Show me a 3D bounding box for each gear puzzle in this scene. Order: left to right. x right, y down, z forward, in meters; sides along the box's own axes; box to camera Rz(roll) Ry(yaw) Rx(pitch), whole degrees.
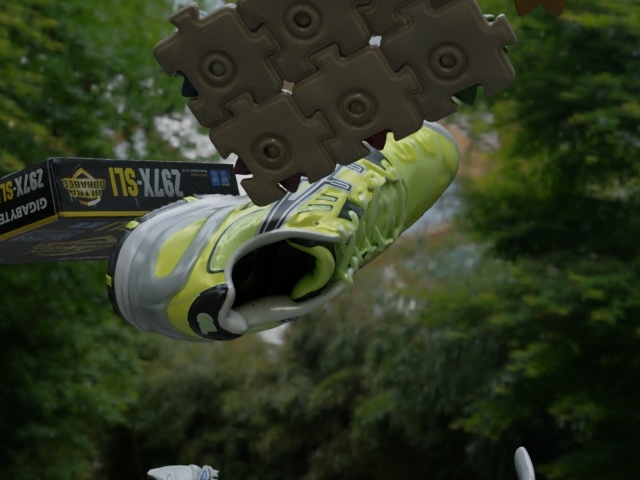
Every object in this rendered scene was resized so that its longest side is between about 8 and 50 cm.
[{"bbox_3d":[0.048,-0.164,0.955,0.339,0.044,0.175,-25,-68,22],"label":"gear puzzle"}]

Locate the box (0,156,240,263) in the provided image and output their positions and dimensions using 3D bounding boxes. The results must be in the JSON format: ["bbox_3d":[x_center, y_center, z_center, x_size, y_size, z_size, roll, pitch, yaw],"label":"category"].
[{"bbox_3d":[-0.295,-0.033,1.601,0.257,0.079,0.322,-19,-10,35],"label":"box"}]

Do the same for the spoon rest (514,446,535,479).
[{"bbox_3d":[0.086,0.285,1.210,0.276,0.137,0.084,-21,32,-5],"label":"spoon rest"}]

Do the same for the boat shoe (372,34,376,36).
[{"bbox_3d":[0.087,-0.317,1.642,0.319,0.099,0.116,-10,-14,-46],"label":"boat shoe"}]

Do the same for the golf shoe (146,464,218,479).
[{"bbox_3d":[-0.157,0.316,1.319,0.086,0.176,0.069,8,-37,-3],"label":"golf shoe"}]

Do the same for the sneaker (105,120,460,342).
[{"bbox_3d":[0.000,0.000,1.160,0.385,0.145,0.147,-30,35,-32],"label":"sneaker"}]
